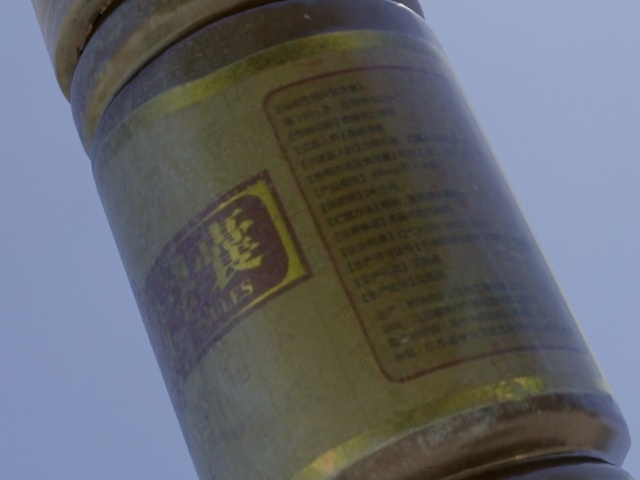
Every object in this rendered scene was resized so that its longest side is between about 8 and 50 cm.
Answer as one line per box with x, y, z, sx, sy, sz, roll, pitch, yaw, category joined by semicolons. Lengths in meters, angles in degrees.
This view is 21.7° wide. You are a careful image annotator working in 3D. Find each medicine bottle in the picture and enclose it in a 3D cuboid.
0.000;0.000;0.646;0.151;0.322;0.151;-18;-28;-10;medicine bottle
